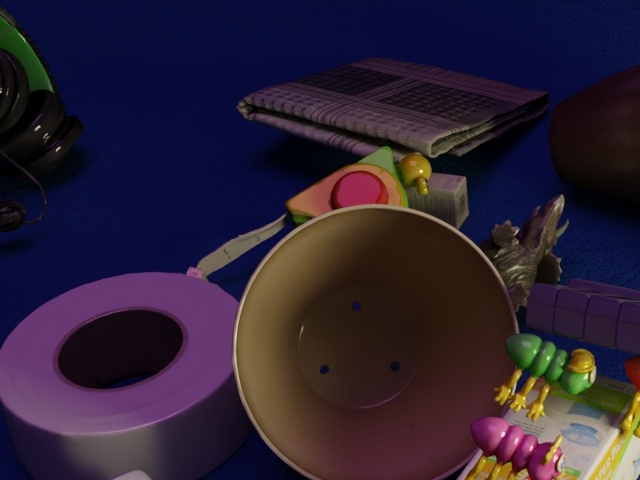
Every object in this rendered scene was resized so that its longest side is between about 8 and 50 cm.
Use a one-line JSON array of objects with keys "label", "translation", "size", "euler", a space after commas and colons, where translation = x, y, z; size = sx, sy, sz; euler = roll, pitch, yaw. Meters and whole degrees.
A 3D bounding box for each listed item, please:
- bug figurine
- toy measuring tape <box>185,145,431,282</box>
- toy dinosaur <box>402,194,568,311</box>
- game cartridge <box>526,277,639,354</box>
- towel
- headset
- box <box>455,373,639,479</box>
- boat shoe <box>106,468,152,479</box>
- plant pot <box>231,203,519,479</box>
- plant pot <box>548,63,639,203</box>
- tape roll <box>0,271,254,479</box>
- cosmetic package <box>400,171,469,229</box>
[{"label": "bug figurine", "translation": [0.248, 0.177, 1.443], "size": [0.216, 0.072, 0.279], "euler": [23, 46, 9]}, {"label": "toy measuring tape", "translation": [0.000, 0.000, 1.937], "size": [0.330, 0.121, 0.121], "euler": [-31, 37, -5]}, {"label": "toy dinosaur", "translation": [0.160, 0.053, 1.807], "size": [0.313, 0.160, 0.121], "euler": [-24, 79, -2]}, {"label": "game cartridge", "translation": [0.401, 0.085, 1.551], "size": [0.355, 0.068, 0.230], "euler": [5, 0, -43]}, {"label": "towel", "translation": [0.105, -0.176, 2.163], "size": [0.324, 0.056, 0.312], "euler": [16, 25, 35]}, {"label": "headset", "translation": [-0.455, -0.161, 2.188], "size": [0.185, 0.243, 0.394], "euler": [-29, 50, 15]}, {"label": "box", "translation": [0.225, 0.226, 1.536], "size": [0.114, 0.103, 0.203], "euler": [14, 41, 30]}, {"label": "boat shoe", "translation": [-0.258, 0.334, 1.521], "size": [0.094, 0.109, 0.302], "euler": [46, 53, 8]}, {"label": "plant pot", "translation": [0.047, 0.111, 1.643], "size": [0.284, 0.284, 0.191], "euler": [-13, -2, -5]}, {"label": "plant pot", "translation": [0.406, -0.130, 1.951], "size": [0.230, 0.215, 0.215], "euler": [-5, 32, 32]}, {"label": "tape roll", "translation": [-0.209, 0.154, 1.752], "size": [0.286, 0.100, 0.286], "euler": [-7, 33, 5]}, {"label": "cosmetic package", "translation": [0.126, -0.054, 2.011], "size": [0.115, 0.060, 0.041], "euler": [10, 37, 24]}]
